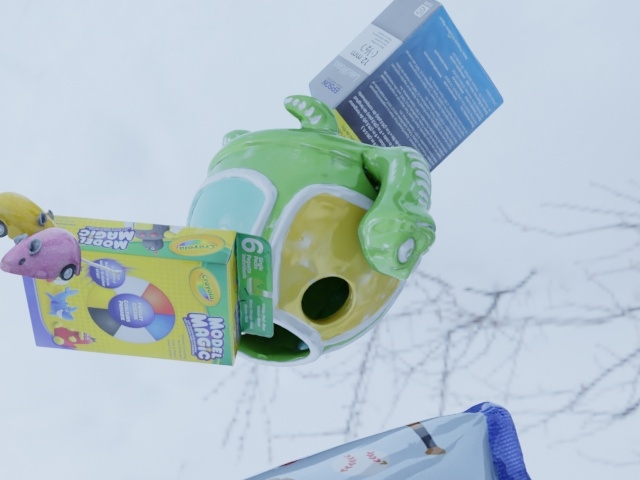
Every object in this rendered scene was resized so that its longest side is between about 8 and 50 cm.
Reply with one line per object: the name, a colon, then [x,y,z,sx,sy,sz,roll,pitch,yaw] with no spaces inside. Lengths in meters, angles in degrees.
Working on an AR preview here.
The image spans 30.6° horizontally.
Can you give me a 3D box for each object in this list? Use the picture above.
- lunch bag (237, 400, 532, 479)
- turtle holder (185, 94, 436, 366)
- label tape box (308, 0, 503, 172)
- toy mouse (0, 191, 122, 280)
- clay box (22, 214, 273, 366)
lunch bag: [-0.077,0.266,0.648,0.328,0.239,0.385,-13,160,-34]
turtle holder: [0.002,0.010,1.226,0.320,0.227,0.243,5,148,29]
label tape box: [0.107,-0.209,1.949,0.348,0.115,0.249,-43,131,-1]
toy mouse: [-0.220,-0.005,0.803,0.161,0.031,0.143,21,-167,10]
clay box: [-0.156,0.047,1.071,0.222,0.053,0.127,5,129,7]
